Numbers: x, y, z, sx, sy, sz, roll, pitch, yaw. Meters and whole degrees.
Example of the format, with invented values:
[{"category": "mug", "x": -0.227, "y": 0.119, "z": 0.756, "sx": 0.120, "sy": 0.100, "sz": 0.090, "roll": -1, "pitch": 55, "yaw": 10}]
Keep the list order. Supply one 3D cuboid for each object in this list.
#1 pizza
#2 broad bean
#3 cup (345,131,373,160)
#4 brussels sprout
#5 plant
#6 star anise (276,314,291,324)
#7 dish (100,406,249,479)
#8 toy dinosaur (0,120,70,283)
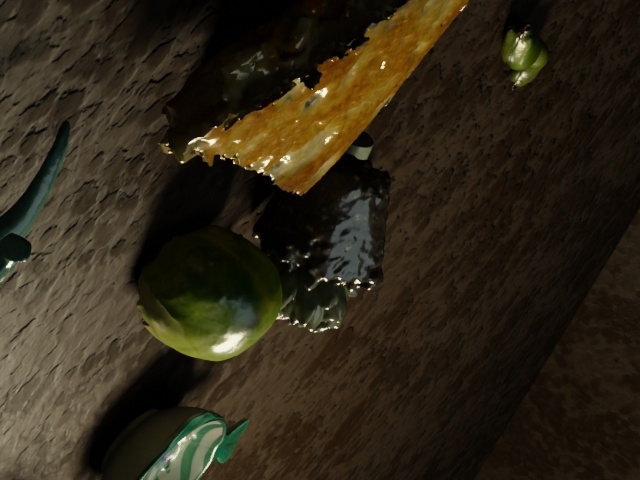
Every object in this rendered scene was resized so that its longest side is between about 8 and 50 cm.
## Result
[{"category": "pizza", "x": -0.009, "y": -0.182, "z": 1.486, "sx": 0.406, "sy": 0.130, "sz": 0.440, "roll": -26, "pitch": 160, "yaw": -50}, {"category": "broad bean", "x": 0.269, "y": -0.253, "z": 2.121, "sx": 0.070, "sy": 0.048, "sz": 0.213, "roll": -51, "pitch": 165, "yaw": -3}, {"category": "cup", "x": 0.030, "y": -0.091, "z": 1.862, "sx": 0.075, "sy": 0.054, "sz": 0.083, "roll": -23, "pitch": 145, "yaw": -53}, {"category": "brussels sprout", "x": -0.110, "y": 0.064, "z": 1.686, "sx": 0.151, "sy": 0.122, "sz": 0.149, "roll": -23, "pitch": 127, "yaw": -28}, {"category": "plant", "x": 0.000, "y": 0.000, "z": 1.789, "sx": 0.129, "sy": 0.132, "sz": 0.195, "roll": 10, "pitch": 108, "yaw": -31}, {"category": "star anise", "x": -0.001, "y": 0.027, "z": 1.960, "sx": 0.231, "sy": 0.089, "sz": 0.209, "roll": -49, "pitch": 158, "yaw": -44}, {"category": "dish", "x": -0.199, "y": 0.265, "z": 1.970, "sx": 0.246, "sy": 0.078, "sz": 0.224, "roll": -23, "pitch": 148, "yaw": -53}, {"category": "toy dinosaur", "x": -0.355, "y": 0.102, "z": 1.288, "sx": 0.383, "sy": 0.129, "sz": 0.331, "roll": -47, "pitch": 175, "yaw": -38}]
